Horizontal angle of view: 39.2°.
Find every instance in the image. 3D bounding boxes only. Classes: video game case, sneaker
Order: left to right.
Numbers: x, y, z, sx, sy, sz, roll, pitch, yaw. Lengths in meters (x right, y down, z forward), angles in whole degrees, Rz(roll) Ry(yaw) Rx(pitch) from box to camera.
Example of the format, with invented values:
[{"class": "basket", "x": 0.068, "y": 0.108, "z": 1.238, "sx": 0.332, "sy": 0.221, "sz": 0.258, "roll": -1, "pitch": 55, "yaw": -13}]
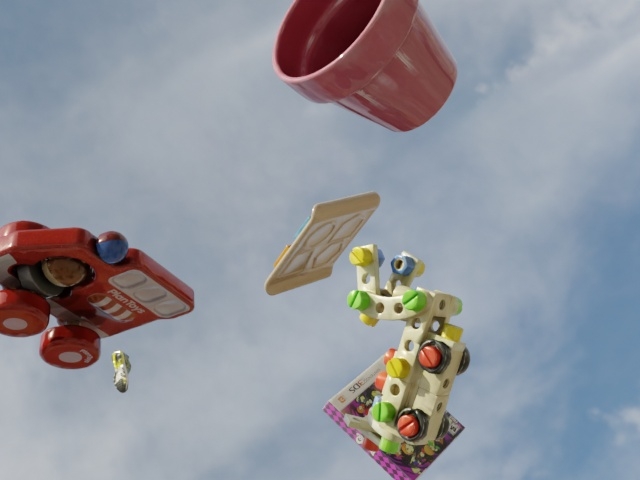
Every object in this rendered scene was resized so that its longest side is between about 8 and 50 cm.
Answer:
[{"class": "sneaker", "x": -0.368, "y": 0.245, "z": 1.685, "sx": 0.031, "sy": 0.083, "sz": 0.035, "roll": -21, "pitch": -24, "yaw": 23}, {"class": "video game case", "x": 0.152, "y": 0.364, "z": 1.831, "sx": 0.210, "sy": 0.232, "sz": 0.042, "roll": -31, "pitch": -23, "yaw": -45}]

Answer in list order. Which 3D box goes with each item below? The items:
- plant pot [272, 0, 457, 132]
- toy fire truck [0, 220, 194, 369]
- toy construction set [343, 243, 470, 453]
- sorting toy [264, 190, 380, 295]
[{"class": "plant pot", "x": 0.069, "y": -0.236, "z": 1.135, "sx": 0.180, "sy": 0.201, "sz": 0.201, "roll": 34, "pitch": -81, "yaw": -36}, {"class": "toy fire truck", "x": -0.380, "y": 0.066, "z": 1.447, "sx": 0.253, "sy": 0.169, "sz": 0.302, "roll": -20, "pitch": -39, "yaw": 19}, {"class": "toy construction set", "x": 0.112, "y": 0.183, "z": 1.335, "sx": 0.151, "sy": 0.215, "sz": 0.328, "roll": -9, "pitch": -68, "yaw": -45}, {"class": "sorting toy", "x": 0.000, "y": 0.000, "z": 1.619, "sx": 0.193, "sy": 0.038, "sz": 0.208, "roll": -16, "pitch": -35, "yaw": -49}]
